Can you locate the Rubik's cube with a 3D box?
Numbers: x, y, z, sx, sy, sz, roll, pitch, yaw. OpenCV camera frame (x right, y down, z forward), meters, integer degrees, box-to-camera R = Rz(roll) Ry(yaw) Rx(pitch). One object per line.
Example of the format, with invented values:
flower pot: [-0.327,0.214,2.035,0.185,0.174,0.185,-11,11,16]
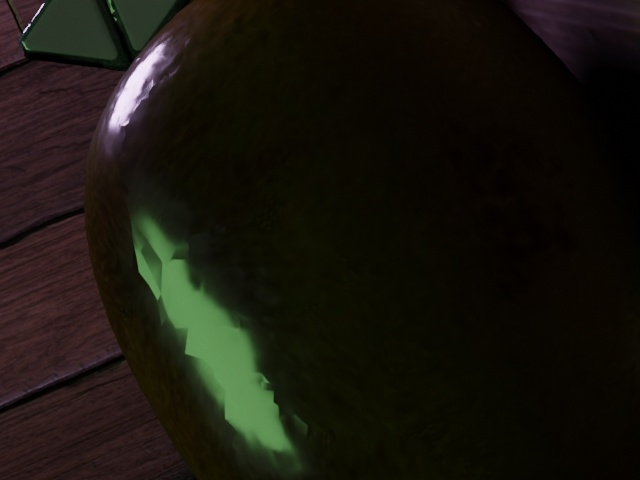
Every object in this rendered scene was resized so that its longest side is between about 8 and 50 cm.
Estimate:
Rubik's cube: [-0.090,-0.164,0.883,0.211,0.178,0.190,-129,20,-60]

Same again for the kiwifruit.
kiwifruit: [0.025,0.016,0.565,0.234,0.196,0.196,59,170,21]
